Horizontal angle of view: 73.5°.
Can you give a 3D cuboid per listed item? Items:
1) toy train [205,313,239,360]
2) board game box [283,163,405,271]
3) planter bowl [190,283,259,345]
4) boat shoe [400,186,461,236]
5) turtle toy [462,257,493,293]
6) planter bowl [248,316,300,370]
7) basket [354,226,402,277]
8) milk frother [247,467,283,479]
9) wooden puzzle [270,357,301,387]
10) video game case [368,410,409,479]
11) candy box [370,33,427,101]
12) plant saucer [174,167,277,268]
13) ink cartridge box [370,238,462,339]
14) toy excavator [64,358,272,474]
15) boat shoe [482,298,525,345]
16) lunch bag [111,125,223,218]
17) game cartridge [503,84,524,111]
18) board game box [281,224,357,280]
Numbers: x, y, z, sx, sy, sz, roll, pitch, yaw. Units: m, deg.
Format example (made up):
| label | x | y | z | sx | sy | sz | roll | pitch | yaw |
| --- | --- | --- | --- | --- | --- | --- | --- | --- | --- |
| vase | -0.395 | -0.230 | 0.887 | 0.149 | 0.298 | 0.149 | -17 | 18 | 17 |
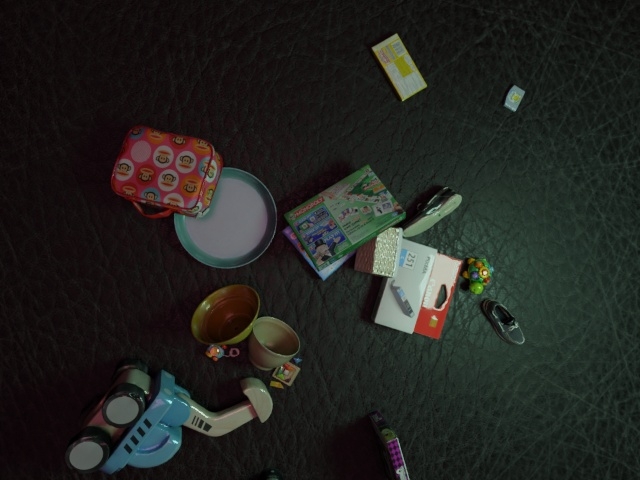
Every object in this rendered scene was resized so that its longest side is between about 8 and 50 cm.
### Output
| label | x | y | z | sx | sy | sz | roll | pitch | yaw |
| --- | --- | --- | --- | --- | --- | --- | --- | --- | --- |
| toy train | -0.319 | 0.300 | 1.361 | 0.125 | 0.046 | 0.166 | -12 | 91 | -8 |
| board game box | 0.072 | -0.075 | 1.333 | 0.317 | 0.046 | 0.213 | -31 | 65 | -3 |
| planter bowl | -0.268 | 0.242 | 1.286 | 0.217 | 0.217 | 0.090 | -29 | 131 | -8 |
| boat shoe | 0.364 | -0.096 | 1.461 | 0.233 | 0.084 | 0.079 | -36 | 57 | 0 |
| turtle toy | 0.549 | 0.123 | 1.483 | 0.095 | 0.066 | 0.130 | 21 | 87 | -8 |
| planter bowl | -0.161 | 0.334 | 1.342 | 0.162 | 0.162 | 0.109 | 30 | 112 | -8 |
| basket | 0.184 | 0.031 | 1.389 | 0.103 | 0.113 | 0.167 | 10 | 87 | -32 |
| milk frother | -0.169 | 0.821 | 1.340 | 0.129 | 0.135 | 0.143 | -10 | 92 | -8 |
| wooden puzzle | -0.113 | 0.435 | 1.409 | 0.078 | 0.014 | 0.116 | 25 | 86 | -8 |
| video game case | 0.226 | 0.694 | 1.363 | 0.041 | 0.210 | 0.232 | -16 | 93 | -8 |
| candy box | 0.266 | -0.586 | 1.458 | 0.105 | 0.027 | 0.206 | -32 | 94 | -5 |
| plant saucer | -0.298 | -0.071 | 1.366 | 0.317 | 0.044 | 0.318 | 0 | 90 | -8 |
| ink cartridge box | 0.337 | 0.168 | 1.452 | 0.261 | 0.066 | 0.296 | 18 | 88 | -7 |
| toy excavator | -0.430 | 0.529 | 1.288 | 0.445 | 0.222 | 0.433 | 40 | 84 | -21 |
| boat shoe | 0.651 | 0.292 | 1.499 | 0.075 | 0.065 | 0.206 | -41 | 96 | -7 |
| lunch bag | -0.458 | -0.187 | 1.272 | 0.293 | 0.120 | 0.258 | 16 | 83 | 7 |
| game cartridge | 0.688 | -0.509 | 1.529 | 0.056 | 0.017 | 0.083 | 27 | 86 | -4 |
| board game box | 0.000 | 0.000 | 1.413 | 0.160 | 0.039 | 0.211 | -40 | 96 | -7 |
